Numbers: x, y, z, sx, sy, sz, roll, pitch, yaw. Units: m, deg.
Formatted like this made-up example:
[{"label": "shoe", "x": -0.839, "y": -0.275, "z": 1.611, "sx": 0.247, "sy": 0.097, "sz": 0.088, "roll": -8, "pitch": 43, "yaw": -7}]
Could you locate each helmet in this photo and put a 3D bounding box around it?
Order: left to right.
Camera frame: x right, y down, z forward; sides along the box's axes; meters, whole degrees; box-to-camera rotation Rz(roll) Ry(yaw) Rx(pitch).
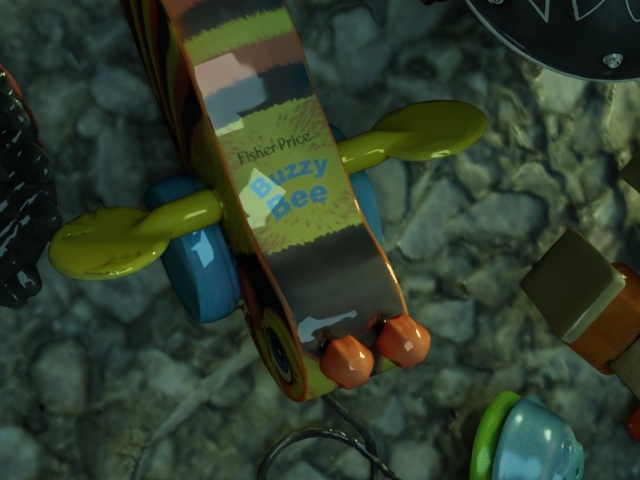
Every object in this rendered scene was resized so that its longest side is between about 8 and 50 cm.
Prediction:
[{"label": "helmet", "x": 0.121, "y": -0.158, "z": 0.806, "sx": 0.169, "sy": 0.161, "sz": 0.169, "roll": -2, "pitch": 99, "yaw": -16}]

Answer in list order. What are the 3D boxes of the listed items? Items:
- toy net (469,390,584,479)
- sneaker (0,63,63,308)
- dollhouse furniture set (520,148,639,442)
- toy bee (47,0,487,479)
[{"label": "toy net", "x": 0.076, "y": 0.180, "z": 0.844, "sx": 0.232, "sy": 0.045, "sz": 0.122, "roll": -52, "pitch": 142, "yaw": -45}, {"label": "sneaker", "x": -0.213, "y": -0.077, "z": 0.759, "sx": 0.097, "sy": 0.135, "sz": 0.276, "roll": -49, "pitch": 131, "yaw": -17}, {"label": "dollhouse furniture set", "x": 0.269, "y": 0.024, "z": 0.916, "sx": 0.262, "sy": 0.135, "sz": 0.259, "roll": 39, "pitch": 98, "yaw": -18}, {"label": "toy bee", "x": 0.000, "y": 0.000, "z": 0.796, "sx": 0.195, "sy": 0.162, "sz": 0.298, "roll": -42, "pitch": 107, "yaw": -11}]
